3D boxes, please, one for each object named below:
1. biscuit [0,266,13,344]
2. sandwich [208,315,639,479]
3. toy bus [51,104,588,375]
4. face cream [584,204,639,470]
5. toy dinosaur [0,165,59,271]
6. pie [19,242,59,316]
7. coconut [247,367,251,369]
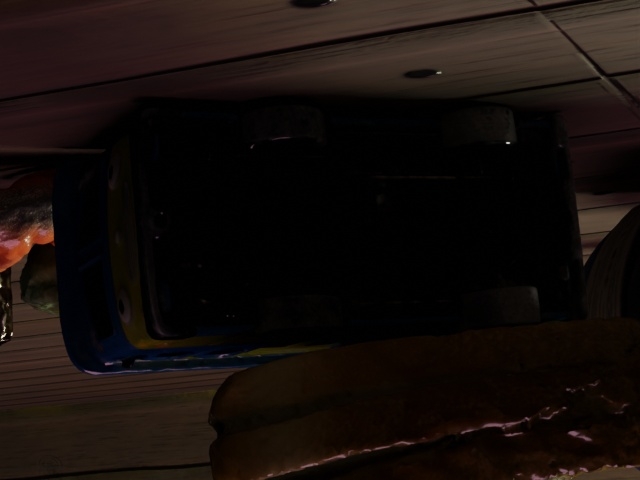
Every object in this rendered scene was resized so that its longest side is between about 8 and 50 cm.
[{"bbox_3d":[-0.282,0.038,1.260,0.070,0.106,0.252,-2,172,-23],"label":"biscuit"},{"bbox_3d":[0.062,0.115,1.038,0.254,0.099,0.288,-12,171,-3],"label":"sandwich"},{"bbox_3d":[0.000,0.000,1.034,0.288,0.138,0.175,-1,170,-27],"label":"toy bus"},{"bbox_3d":[0.321,0.066,1.274,0.249,0.249,0.225,-4,173,-3],"label":"face cream"},{"bbox_3d":[-0.166,-0.021,1.091,0.280,0.055,0.101,-16,179,-33],"label":"toy dinosaur"},{"bbox_3d":[-0.080,0.015,1.275,0.303,0.066,0.302,-8,176,-1],"label":"pie"},{"bbox_3d":[0.000,0.107,1.744,0.161,0.161,0.162,-6,170,11],"label":"coconut"}]
